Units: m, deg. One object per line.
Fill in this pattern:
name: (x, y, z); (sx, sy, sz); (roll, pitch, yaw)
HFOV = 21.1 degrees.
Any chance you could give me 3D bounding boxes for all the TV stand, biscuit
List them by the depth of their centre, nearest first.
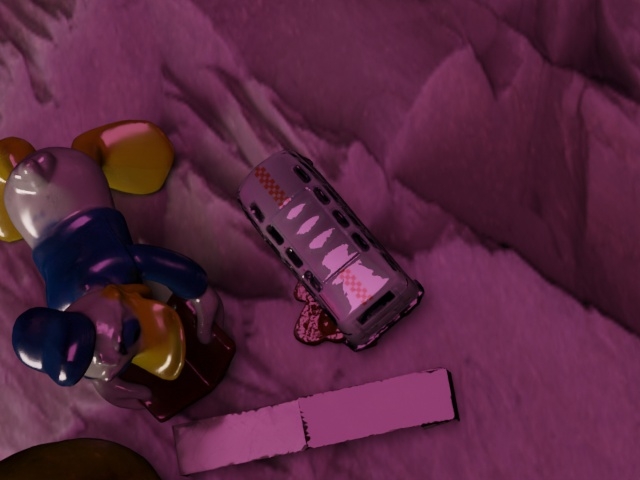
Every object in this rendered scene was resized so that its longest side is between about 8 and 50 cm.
TV stand: (-0.005, 0.165, 1.549); (0.256, 0.040, 0.049); (-13, 77, 9)
biscuit: (0.025, 0.038, 1.580); (0.119, 0.019, 0.130); (-16, 75, 9)

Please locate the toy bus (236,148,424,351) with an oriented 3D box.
toy bus: (0.000, 0.000, 1.537); (0.087, 0.089, 0.194); (-40, 71, 2)

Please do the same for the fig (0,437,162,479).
fig: (-0.231, 0.256, 1.513); (0.191, 0.181, 0.181); (13, 81, 32)

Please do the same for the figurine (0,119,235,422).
figurine: (-0.200, 0.059, 1.510); (0.204, 0.338, 0.284); (-29, 109, 11)
